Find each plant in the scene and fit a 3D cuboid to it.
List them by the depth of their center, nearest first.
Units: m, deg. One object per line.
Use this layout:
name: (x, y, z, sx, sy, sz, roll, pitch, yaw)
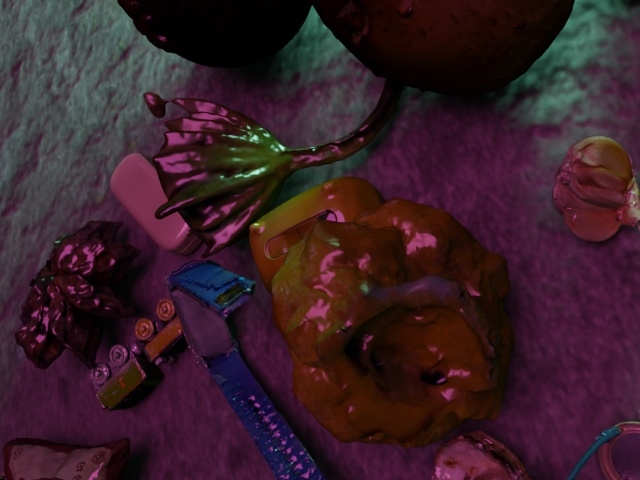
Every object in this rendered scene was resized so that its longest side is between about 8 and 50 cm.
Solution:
plant: (-0.068, -0.118, 0.897, 0.333, 0.180, 0.251, -14, 65, 27)

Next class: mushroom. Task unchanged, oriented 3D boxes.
mushroom: (0.140, -0.332, 0.800, 0.334, 0.356, 0.331, -3, 118, 38)

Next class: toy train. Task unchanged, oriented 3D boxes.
toy train: (-0.250, 0.165, 1.003, 0.202, 0.060, 0.081, -43, 69, 13)

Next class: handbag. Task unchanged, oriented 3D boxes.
handbag: (-0.363, 0.383, 0.967, 0.235, 0.127, 0.213, -8, 76, 29)

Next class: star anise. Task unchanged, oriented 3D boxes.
star anise: (-0.377, 0.075, 1.043, 0.223, 0.109, 0.236, -17, 59, 30)

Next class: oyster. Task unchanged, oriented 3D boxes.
oyster: (0.244, 0.329, 0.689, 0.345, 0.078, 0.129, 43, 120, 28)

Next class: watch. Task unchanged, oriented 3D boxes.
watch: (-0.094, 0.157, 0.850, 0.274, 0.068, 0.276, 14, 125, 62)

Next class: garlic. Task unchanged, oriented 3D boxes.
garlic: (0.293, -0.056, 0.755, 0.094, 0.074, 0.113, 9, 87, -6)

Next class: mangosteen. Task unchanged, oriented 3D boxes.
mangosteen: (-0.119, -0.404, 0.949, 0.347, 0.307, 0.307, -42, 60, -7)

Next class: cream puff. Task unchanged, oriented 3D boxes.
cream puff: (0.090, 0.087, 0.712, 0.185, 0.282, 0.282, -13, 67, 63)

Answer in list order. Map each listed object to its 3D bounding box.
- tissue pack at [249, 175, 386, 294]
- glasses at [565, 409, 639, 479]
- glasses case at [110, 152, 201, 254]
tissue pack: (0.000, 0.000, 0.869, 0.178, 0.127, 0.123, -27, 68, 21)
glasses: (0.279, 0.277, 0.619, 0.190, 0.220, 0.088, 54, 143, 27)
glasses case: (-0.248, -0.057, 1.063, 0.083, 0.050, 0.196, -50, 60, 6)
